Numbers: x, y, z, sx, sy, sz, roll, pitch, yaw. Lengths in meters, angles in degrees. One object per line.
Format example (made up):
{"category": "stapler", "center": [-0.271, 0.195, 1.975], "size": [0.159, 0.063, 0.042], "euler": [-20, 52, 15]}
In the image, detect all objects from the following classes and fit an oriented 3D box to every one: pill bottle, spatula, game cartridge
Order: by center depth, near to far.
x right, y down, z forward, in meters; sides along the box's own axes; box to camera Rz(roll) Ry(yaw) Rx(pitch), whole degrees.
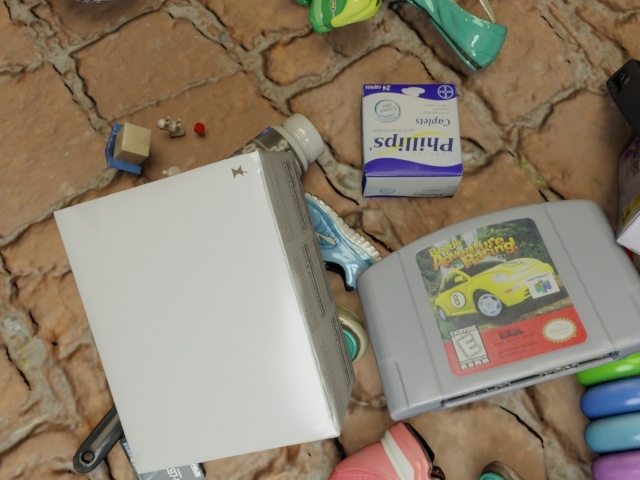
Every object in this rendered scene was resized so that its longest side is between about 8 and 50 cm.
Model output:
{"category": "game cartridge", "center": [0.194, 0.065, 0.638], "size": [0.294, 0.060, 0.196], "euler": [-19, 54, 8]}
{"category": "spatula", "center": [-0.186, 0.143, 0.682], "size": [0.084, 0.030, 0.296], "euler": [35, 75, 1]}
{"category": "pill bottle", "center": [-0.066, -0.100, 0.743], "size": [0.137, 0.078, 0.078], "euler": [-40, 76, -13]}

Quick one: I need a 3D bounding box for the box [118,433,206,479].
{"category": "box", "center": [-0.176, 0.242, 0.642], "size": [0.067, 0.018, 0.083], "euler": [-25, 91, -9]}

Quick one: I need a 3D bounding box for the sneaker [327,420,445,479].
{"category": "sneaker", "center": [0.106, 0.357, 0.587], "size": [0.136, 0.116, 0.313], "euler": [-27, 69, 5]}

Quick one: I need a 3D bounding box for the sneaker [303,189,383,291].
{"category": "sneaker", "center": [0.000, 0.000, 0.719], "size": [0.162, 0.063, 0.073], "euler": [40, 78, 12]}

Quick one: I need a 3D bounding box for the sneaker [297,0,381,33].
{"category": "sneaker", "center": [-0.008, -0.419, 0.832], "size": [0.124, 0.109, 0.295], "euler": [-24, 58, 15]}

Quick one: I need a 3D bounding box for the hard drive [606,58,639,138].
{"category": "hard drive", "center": [0.474, -0.151, 0.712], "size": [0.172, 0.054, 0.254], "euler": [11, 39, -1]}

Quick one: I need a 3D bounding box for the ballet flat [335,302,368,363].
{"category": "ballet flat", "center": [-0.054, 0.069, 0.688], "size": [0.248, 0.086, 0.086], "euler": [29, 73, 5]}

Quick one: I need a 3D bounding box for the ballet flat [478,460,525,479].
{"category": "ballet flat", "center": [0.256, 0.375, 0.583], "size": [0.106, 0.107, 0.316], "euler": [-10, 75, -25]}

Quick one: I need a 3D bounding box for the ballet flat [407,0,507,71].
{"category": "ballet flat", "center": [0.173, -0.355, 0.826], "size": [0.247, 0.083, 0.087], "euler": [48, 116, 11]}

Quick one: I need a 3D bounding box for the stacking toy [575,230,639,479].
{"category": "stacking toy", "center": [0.346, 0.136, 0.649], "size": [0.141, 0.141, 0.330], "euler": [-4, 65, -2]}

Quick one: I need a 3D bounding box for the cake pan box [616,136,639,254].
{"category": "cake pan box", "center": [0.474, -0.005, 0.655], "size": [0.267, 0.070, 0.246], "euler": [33, 39, 9]}

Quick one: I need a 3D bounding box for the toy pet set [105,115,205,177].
{"category": "toy pet set", "center": [-0.223, -0.105, 0.766], "size": [0.114, 0.065, 0.122], "euler": [13, 70, -33]}

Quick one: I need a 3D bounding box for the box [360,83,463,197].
{"category": "box", "center": [0.117, -0.131, 0.759], "size": [0.126, 0.072, 0.137], "euler": [0, 71, 0]}

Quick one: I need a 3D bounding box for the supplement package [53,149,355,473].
{"category": "supplement package", "center": [-0.101, 0.063, 0.574], "size": [0.204, 0.145, 0.261], "euler": [-15, 94, 11]}

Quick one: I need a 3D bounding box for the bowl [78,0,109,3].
{"category": "bowl", "center": [-0.333, -0.408, 0.846], "size": [0.170, 0.080, 0.170], "euler": [0, 70, 0]}
